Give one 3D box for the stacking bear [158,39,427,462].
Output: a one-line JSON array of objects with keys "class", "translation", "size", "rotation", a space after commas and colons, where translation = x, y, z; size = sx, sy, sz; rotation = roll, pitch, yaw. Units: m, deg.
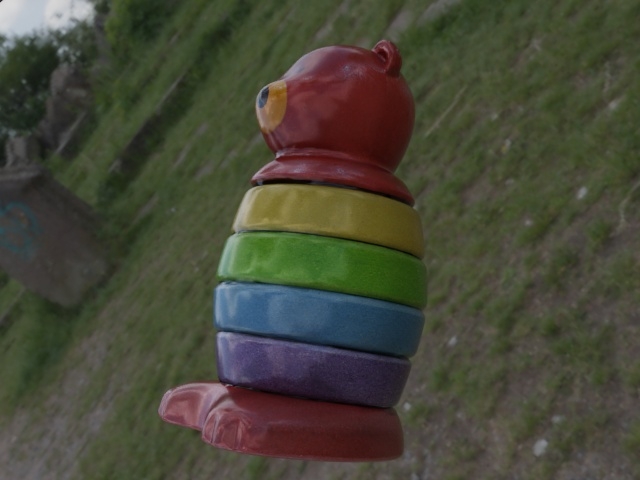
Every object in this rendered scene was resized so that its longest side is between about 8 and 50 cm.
[{"class": "stacking bear", "translation": [0.000, 0.000, 0.640], "size": [0.175, 0.164, 0.288], "rotation": [-7, 74, 65]}]
